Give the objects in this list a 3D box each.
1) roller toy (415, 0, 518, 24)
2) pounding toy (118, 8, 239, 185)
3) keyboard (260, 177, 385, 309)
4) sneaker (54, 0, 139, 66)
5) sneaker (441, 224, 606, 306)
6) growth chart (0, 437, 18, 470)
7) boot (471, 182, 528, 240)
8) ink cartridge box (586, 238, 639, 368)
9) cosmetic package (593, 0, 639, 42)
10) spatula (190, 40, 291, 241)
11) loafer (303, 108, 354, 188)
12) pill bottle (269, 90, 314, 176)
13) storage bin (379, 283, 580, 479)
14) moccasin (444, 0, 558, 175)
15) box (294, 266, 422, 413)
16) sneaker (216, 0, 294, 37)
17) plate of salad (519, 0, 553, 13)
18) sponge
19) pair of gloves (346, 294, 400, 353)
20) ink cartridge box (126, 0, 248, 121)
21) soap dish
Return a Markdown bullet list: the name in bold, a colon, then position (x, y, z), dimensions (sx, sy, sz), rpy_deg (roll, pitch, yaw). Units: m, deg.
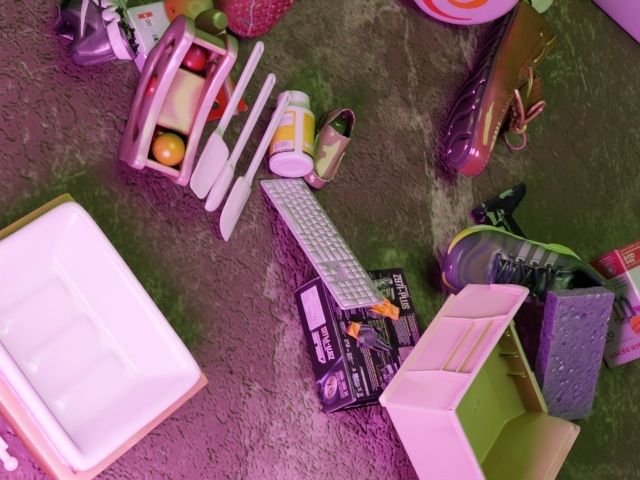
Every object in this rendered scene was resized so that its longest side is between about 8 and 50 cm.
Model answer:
- **roller toy**: position (0.246, -0.467, 1.993), dimensions (0.209, 0.191, 0.146), rpy_deg (22, 58, -25)
- **pounding toy**: position (-0.152, -0.196, 1.598), dimensions (0.155, 0.154, 0.269), rpy_deg (20, 74, -25)
- **keyboard**: position (0.000, 0.000, 1.663), dimensions (0.072, 0.014, 0.256), rpy_deg (-1, 44, -37)
- **sneaker**: position (-0.311, -0.318, 1.617), dimensions (0.106, 0.078, 0.234), rpy_deg (-18, 51, 4)
- **sneaker**: position (0.317, 0.047, 1.835), dimensions (0.300, 0.121, 0.111), rpy_deg (5, 103, -31)
- **growth chart**: position (-0.459, 0.248, 1.304), dimensions (0.237, 0.021, 0.172), rpy_deg (-32, 90, -39)
- **boot**: position (0.306, -0.028, 1.934), dimensions (0.121, 0.045, 0.099), rpy_deg (-29, 85, -32)
- **ink cartridge box**: position (0.514, 0.098, 1.965), dimensions (0.127, 0.128, 0.176), rpy_deg (-20, 81, -38)
- **cosmetic package**: position (0.659, -0.507, 2.271), dimensions (0.453, 0.230, 0.161), rpy_deg (37, 54, -14)
- **spatula**: position (-0.103, -0.138, 1.623), dimensions (0.242, 0.019, 0.168), rpy_deg (-66, 153, -21)
- **loafer**: position (0.012, -0.143, 1.780), dimensions (0.056, 0.050, 0.148), rpy_deg (29, 56, -20)
- **pill bottle**: position (-0.040, -0.156, 1.741), dimensions (0.065, 0.065, 0.116), rpy_deg (16, 62, -28)
- **storage bin**: position (0.230, 0.234, 1.650), dimensions (0.260, 0.123, 0.262), rpy_deg (-50, 127, -38)
- **moccasin**: position (0.309, -0.239, 1.982), dimensions (0.147, 0.139, 0.380), rpy_deg (34, 45, -7)
- **box**: position (0.061, 0.137, 1.671), dimensions (0.147, 0.077, 0.180), rpy_deg (-5, 73, -36)
- **sneaker**: position (-0.073, -0.408, 1.811), dimensions (0.112, 0.121, 0.299), rpy_deg (35, 46, 4)
- **plate of salad**: position (0.356, -0.502, 2.177), dimensions (0.200, 0.048, 0.199), rpy_deg (14, 63, -30)
- **sponge**: position (0.378, 0.175, 1.826), dimensions (0.117, 0.031, 0.210), rpy_deg (-4, 110, -33)
- **pair of gloves**: position (0.073, 0.109, 1.634), dimensions (0.074, 0.010, 0.083), rpy_deg (29, 57, -22)
- **ink cartridge box**: position (-0.188, -0.255, 1.700), dimensions (0.145, 0.045, 0.179), rpy_deg (-22, 80, -38)
- **soap dish**: position (-0.302, 0.118, 1.406), dimensions (0.229, 0.118, 0.291), rpy_deg (-38, 93, -39)
